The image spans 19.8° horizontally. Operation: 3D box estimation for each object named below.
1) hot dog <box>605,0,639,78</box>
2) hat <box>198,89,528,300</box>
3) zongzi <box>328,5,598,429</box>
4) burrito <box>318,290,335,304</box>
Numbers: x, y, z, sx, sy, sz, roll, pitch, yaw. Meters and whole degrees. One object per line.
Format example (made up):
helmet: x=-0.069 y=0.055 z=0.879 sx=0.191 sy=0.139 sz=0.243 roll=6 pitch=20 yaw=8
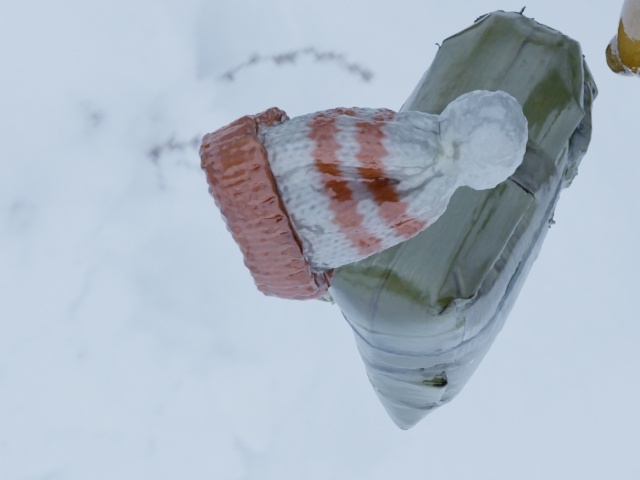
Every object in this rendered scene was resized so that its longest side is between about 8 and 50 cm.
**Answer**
hot dog: x=0.222 y=-0.136 z=1.107 sx=0.090 sy=0.140 sz=0.060 roll=-8 pitch=60 yaw=-14
hat: x=0.030 y=-0.037 z=0.967 sx=0.093 sy=0.162 sz=0.112 roll=-83 pitch=154 yaw=-52
zongzi: x=0.104 y=-0.008 z=1.282 sx=0.125 sy=0.274 sz=0.250 roll=26 pitch=71 yaw=19
burrito: x=0.000 y=0.000 z=1.603 sx=0.045 sy=0.041 sz=0.185 roll=28 pitch=23 yaw=-18
